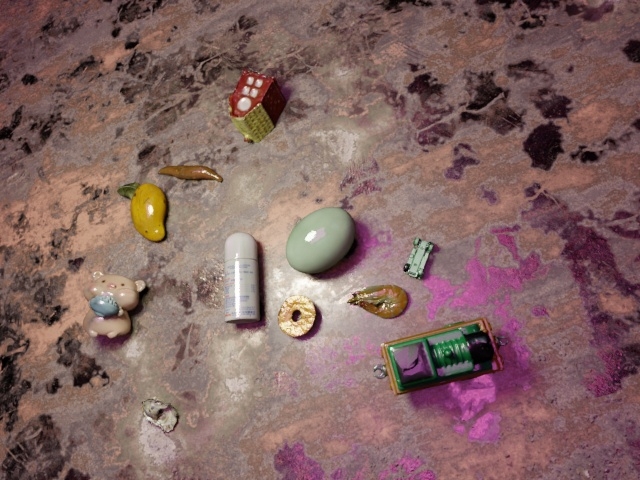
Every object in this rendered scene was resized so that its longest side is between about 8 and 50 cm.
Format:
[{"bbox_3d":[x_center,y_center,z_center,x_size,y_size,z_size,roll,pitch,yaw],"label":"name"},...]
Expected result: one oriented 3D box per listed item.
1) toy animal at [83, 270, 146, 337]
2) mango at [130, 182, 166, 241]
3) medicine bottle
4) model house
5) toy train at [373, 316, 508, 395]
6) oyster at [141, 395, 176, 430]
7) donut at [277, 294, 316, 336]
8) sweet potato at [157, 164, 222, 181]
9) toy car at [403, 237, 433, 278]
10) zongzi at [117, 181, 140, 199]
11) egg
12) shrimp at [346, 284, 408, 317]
[{"bbox_3d":[-0.817,0.261,1.715,0.210,0.229,0.221,10,118,-10],"label":"toy animal"},{"bbox_3d":[-0.721,-0.120,1.838,0.157,0.109,0.262,-17,71,7],"label":"mango"},{"bbox_3d":[-0.297,0.134,1.641,0.130,0.130,0.340,-9,72,12],"label":"medicine bottle"},{"bbox_3d":[-0.274,-0.542,1.808,0.160,0.196,0.253,18,80,17],"label":"model house"},{"bbox_3d":[0.364,0.354,1.342,0.430,0.249,0.178,-17,70,9],"label":"toy train"},{"bbox_3d":[-0.597,0.624,1.610,0.166,0.053,0.108,22,106,11],"label":"oyster"},{"bbox_3d":[-0.080,0.274,1.582,0.152,0.058,0.151,-4,73,14],"label":"donut"},{"bbox_3d":[-0.568,-0.292,1.873,0.315,0.072,0.066,5,89,13],"label":"sweet potato"},{"bbox_3d":[0.346,0.062,1.542,0.073,0.054,0.143,18,75,17],"label":"toy car"},{"bbox_3d":[-0.849,-0.201,1.910,0.104,0.052,0.113,-17,44,15],"label":"zongzi"},{"bbox_3d":[0.000,0.000,1.568,0.283,0.203,0.203,-44,68,4],"label":"egg"},{"bbox_3d":[0.198,0.215,1.536,0.217,0.051,0.115,-4,75,11],"label":"shrimp"}]
